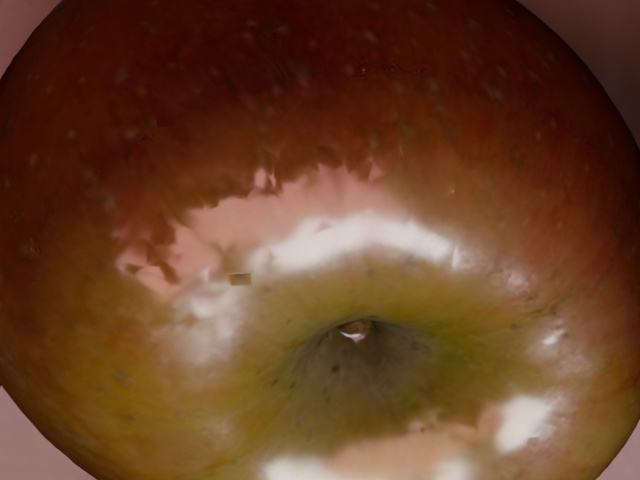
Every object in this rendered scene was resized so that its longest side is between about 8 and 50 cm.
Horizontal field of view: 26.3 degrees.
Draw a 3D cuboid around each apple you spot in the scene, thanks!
[{"bbox_3d":[0.000,0.000,0.462,0.210,0.173,0.235,-31,123,10],"label":"apple"}]
